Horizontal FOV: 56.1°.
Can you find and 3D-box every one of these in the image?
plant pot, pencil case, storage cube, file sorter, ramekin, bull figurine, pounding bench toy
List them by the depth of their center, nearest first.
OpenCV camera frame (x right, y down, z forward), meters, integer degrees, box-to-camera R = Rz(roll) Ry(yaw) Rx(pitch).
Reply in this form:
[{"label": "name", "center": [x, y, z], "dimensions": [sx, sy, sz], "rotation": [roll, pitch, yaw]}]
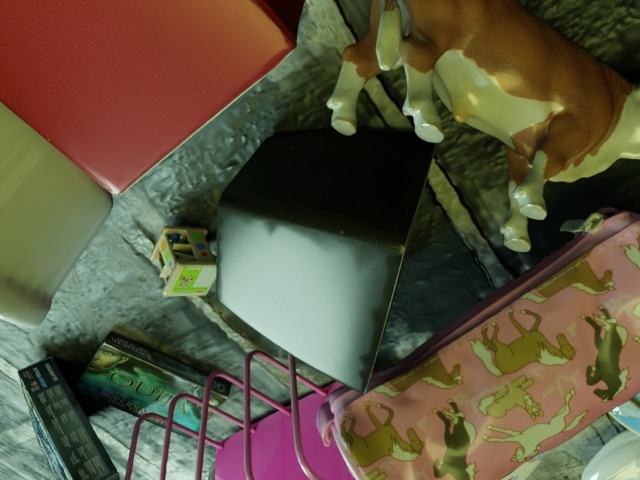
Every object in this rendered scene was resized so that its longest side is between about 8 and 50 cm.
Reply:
[{"label": "storage cube", "center": [-0.136, -0.188, 0.431], "dimensions": [0.215, 0.183, 0.193], "rotation": [-31, 120, 25]}, {"label": "bull figurine", "center": [0.160, -0.113, 0.489], "dimensions": [0.310, 0.188, 0.101], "rotation": [30, 160, -8]}, {"label": "ramekin", "center": [-0.312, -0.059, 0.501], "dimensions": [0.277, 0.135, 0.277], "rotation": [33, 165, 10]}, {"label": "plant pot", "center": [0.000, 0.000, 0.576], "dimensions": [0.167, 0.188, 0.187], "rotation": [15, 128, 8]}, {"label": "pencil case", "center": [0.187, 0.127, 0.596], "dimensions": [0.386, 0.167, 0.160], "rotation": [-37, 157, 6]}, {"label": "pounding bench toy", "center": [-0.138, 0.021, 0.674], "dimensions": [0.083, 0.065, 0.052], "rotation": [3, 135, -38]}, {"label": "file sorter", "center": [-0.081, 0.268, 0.740], "dimensions": [0.291, 0.202, 0.182], "rotation": [-33, 129, 23]}]

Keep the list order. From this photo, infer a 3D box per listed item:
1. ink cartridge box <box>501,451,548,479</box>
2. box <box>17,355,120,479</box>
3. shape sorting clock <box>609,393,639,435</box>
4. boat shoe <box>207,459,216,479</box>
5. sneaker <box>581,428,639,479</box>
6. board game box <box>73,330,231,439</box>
[{"label": "ink cartridge box", "center": [0.214, 0.216, 0.740], "dimensions": [0.134, 0.078, 0.231], "rotation": [27, 106, -16]}, {"label": "box", "center": [-0.335, 0.293, 0.815], "dimensions": [0.051, 0.220, 0.175], "rotation": [-23, 137, -34]}, {"label": "shape sorting clock", "center": [0.383, 0.133, 0.655], "dimensions": [0.206, 0.040, 0.206], "rotation": [12, 109, 38]}, {"label": "boat shoe", "center": [0.001, 0.392, 0.901], "dimensions": [0.356, 0.130, 0.132], "rotation": [4, 128, 2]}, {"label": "sneaker", "center": [0.502, 0.311, 0.784], "dimensions": [0.305, 0.152, 0.114], "rotation": [-23, 125, 22]}, {"label": "board game box", "center": [-0.237, 0.208, 0.845], "dimensions": [0.186, 0.026, 0.126], "rotation": [29, 125, -17]}]
